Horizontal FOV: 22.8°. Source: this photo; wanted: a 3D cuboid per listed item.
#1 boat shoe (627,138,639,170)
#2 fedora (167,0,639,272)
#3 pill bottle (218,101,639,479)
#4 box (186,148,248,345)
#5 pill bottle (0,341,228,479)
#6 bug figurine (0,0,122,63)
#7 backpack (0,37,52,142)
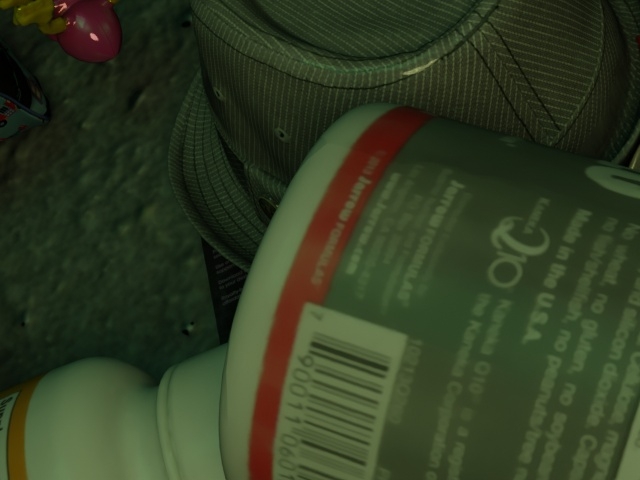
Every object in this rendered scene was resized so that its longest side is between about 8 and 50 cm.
[{"bbox_3d":[0.163,-0.053,0.699,0.038,0.046,0.125,-160,93,-80],"label":"boat shoe"},{"bbox_3d":[0.019,-0.105,0.717,0.244,0.124,0.275,-40,45,-3],"label":"fedora"},{"bbox_3d":[0.123,0.063,0.540,0.283,0.161,0.161,17,70,18],"label":"pill bottle"},{"bbox_3d":[0.000,0.000,0.763,0.116,0.029,0.162,-25,50,13],"label":"box"},{"bbox_3d":[-0.120,0.132,0.679,0.246,0.136,0.136,-23,53,15],"label":"pill bottle"},{"bbox_3d":[-0.126,-0.194,0.889,0.279,0.072,0.216,-28,59,-23],"label":"bug figurine"},{"bbox_3d":[-0.243,-0.095,0.885,0.173,0.158,0.117,38,92,28],"label":"backpack"}]
